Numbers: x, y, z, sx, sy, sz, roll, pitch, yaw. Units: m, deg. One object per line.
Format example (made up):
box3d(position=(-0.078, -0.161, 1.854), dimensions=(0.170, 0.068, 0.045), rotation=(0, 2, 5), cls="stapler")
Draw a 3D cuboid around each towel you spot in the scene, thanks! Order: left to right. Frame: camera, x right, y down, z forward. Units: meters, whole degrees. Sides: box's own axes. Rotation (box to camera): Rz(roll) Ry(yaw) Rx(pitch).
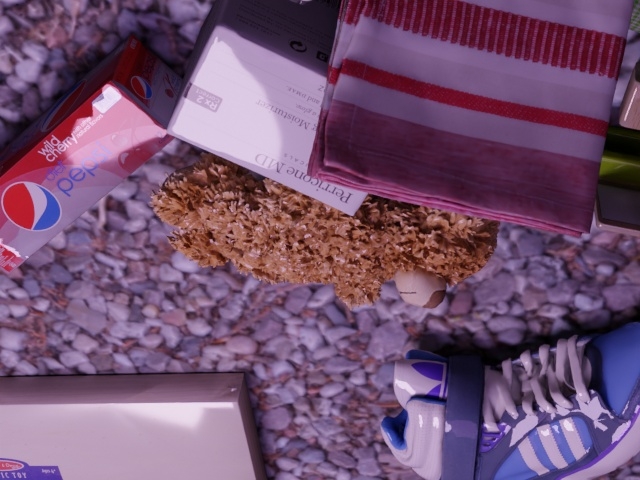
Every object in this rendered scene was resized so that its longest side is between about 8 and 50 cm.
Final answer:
box3d(position=(0.134, -0.184, 0.995), dimensions=(0.237, 0.037, 0.329), rotation=(11, 91, -12), cls="towel")

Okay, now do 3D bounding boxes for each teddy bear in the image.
box3d(position=(0.000, 0.000, 1.220), dimensions=(0.338, 0.113, 0.245), rotation=(13, 150, -3), cls="teddy bear")

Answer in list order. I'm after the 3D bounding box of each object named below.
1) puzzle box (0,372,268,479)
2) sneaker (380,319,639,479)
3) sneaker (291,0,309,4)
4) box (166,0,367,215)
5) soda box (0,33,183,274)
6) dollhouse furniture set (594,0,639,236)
box3d(position=(-0.272, 0.276, 1.547), dimensions=(0.408, 0.052, 0.272), rotation=(-1, 128, 9), cls="puzzle box")
box3d(position=(0.200, 0.164, 1.340), dimensions=(0.236, 0.130, 0.323), rotation=(22, 134, -15), cls="sneaker")
box3d(position=(-0.060, -0.323, 0.969), dimensions=(0.124, 0.107, 0.283), rotation=(-44, 79, 22), cls="sneaker")
box3d(position=(-0.016, -0.146, 1.091), dimensions=(0.181, 0.182, 0.119), rotation=(23, 127, -11), cls="box")
box3d(position=(-0.246, -0.081, 1.232), dimensions=(0.263, 0.092, 0.083), rotation=(-35, 117, 29), cls="soda box")
box3d(position=(0.348, -0.137, 1.067), dimensions=(0.197, 0.151, 0.302), rotation=(11, 129, -1), cls="dollhouse furniture set")
